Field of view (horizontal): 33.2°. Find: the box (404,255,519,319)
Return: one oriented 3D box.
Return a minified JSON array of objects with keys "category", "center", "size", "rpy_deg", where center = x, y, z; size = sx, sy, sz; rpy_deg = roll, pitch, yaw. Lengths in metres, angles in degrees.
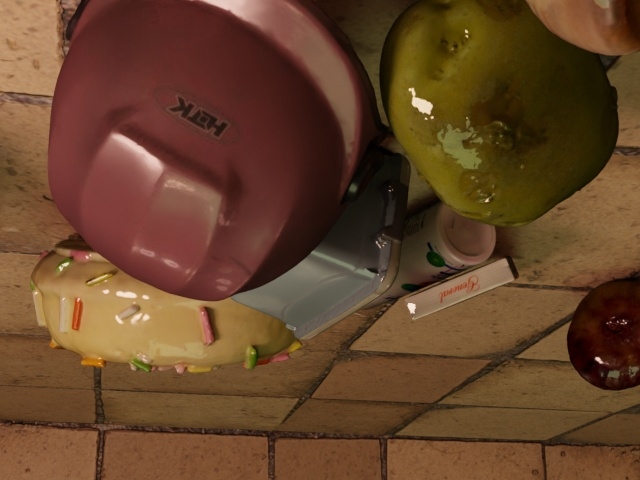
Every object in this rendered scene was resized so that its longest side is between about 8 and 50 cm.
[{"category":"box","center":[0.191,0.060,1.410],"size":[0.139,0.035,0.245],"rpy_deg":[-24,174,9]}]

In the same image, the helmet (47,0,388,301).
[{"category":"helmet","center":[-0.105,-0.066,0.868],"size":[0.271,0.197,0.338],"rpy_deg":[31,163,-4]}]

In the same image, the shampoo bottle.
[{"category":"shampoo bottle","center":[0.101,0.029,1.403],"size":[0.092,0.092,0.303],"rpy_deg":[11,157,-28]}]

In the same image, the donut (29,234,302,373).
[{"category":"donut","center":[-0.183,0.077,1.359],"size":[0.370,0.150,0.307],"rpy_deg":[2,-176,-1]}]

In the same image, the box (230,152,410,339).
[{"category":"box","center":[0.000,0.000,1.157],"size":[0.130,0.162,0.227],"rpy_deg":[20,152,-21]}]

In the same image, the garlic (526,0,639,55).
[{"category":"garlic","center":[0.193,-0.195,0.754],"size":[0.115,0.128,0.206],"rpy_deg":[15,177,34]}]

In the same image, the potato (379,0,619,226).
[{"category":"potato","center":[0.150,-0.108,0.869],"size":[0.253,0.186,0.148],"rpy_deg":[14,173,-43]}]

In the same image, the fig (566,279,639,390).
[{"category":"fig","center":[0.461,0.137,1.657],"size":[0.145,0.170,0.274],"rpy_deg":[35,-170,10]}]

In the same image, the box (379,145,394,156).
[{"category":"box","center":[0.021,-0.081,1.195],"size":[0.125,0.027,0.126],"rpy_deg":[-16,154,34]}]
